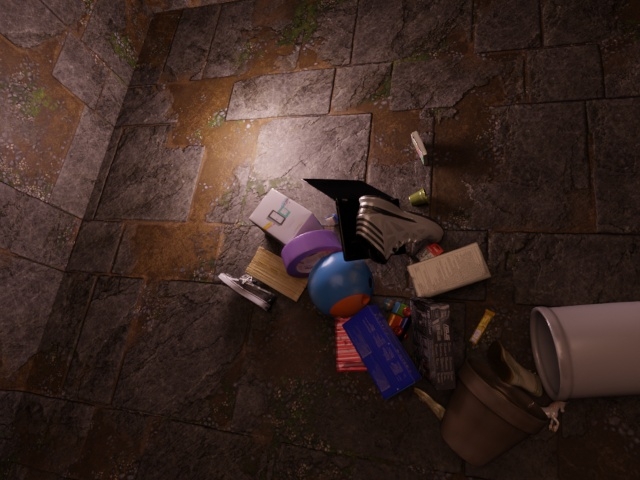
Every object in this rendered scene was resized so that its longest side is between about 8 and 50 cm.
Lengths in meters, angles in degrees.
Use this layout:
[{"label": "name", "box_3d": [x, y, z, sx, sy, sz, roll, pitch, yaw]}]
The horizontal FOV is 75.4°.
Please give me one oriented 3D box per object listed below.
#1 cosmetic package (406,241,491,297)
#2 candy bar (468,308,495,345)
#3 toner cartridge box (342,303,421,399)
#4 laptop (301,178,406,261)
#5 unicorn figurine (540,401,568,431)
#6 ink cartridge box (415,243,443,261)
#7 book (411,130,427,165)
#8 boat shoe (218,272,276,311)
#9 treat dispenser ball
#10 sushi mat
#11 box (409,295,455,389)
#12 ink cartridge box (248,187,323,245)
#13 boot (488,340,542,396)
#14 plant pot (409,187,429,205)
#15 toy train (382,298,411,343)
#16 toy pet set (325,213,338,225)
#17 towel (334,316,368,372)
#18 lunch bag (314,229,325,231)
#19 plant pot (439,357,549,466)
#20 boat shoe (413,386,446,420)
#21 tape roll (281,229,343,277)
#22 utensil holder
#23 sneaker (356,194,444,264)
[{"label": "cosmetic package", "box_3d": [0.542, 0.136, 1.769, 0.310, 0.113, 0.160, -19, 78, 10]}, {"label": "candy bar", "box_3d": [0.666, 0.359, 1.713, 0.040, 0.018, 0.161, 29, 81, 28]}, {"label": "toner cartridge box", "box_3d": [0.246, 0.453, 1.704, 0.165, 0.075, 0.347, -43, 65, 28]}, {"label": "laptop", "box_3d": [0.156, -0.112, 1.897, 0.236, 0.382, 0.407, -13, 84, 52]}, {"label": "unicorn figurine", "box_3d": [0.839, 0.642, 1.528, 0.162, 0.060, 0.111, 2, 71, 17]}, {"label": "ink cartridge box", "box_3d": [0.493, 0.058, 1.873, 0.115, 0.029, 0.063, -38, 64, 1]}, {"label": "book", "box_3d": [0.490, -0.452, 2.033, 0.035, 0.096, 0.144, -22, 64, 7]}, {"label": "boat shoe", "box_3d": [-0.357, 0.225, 2.024, 0.306, 0.113, 0.105, 27, 73, 21]}, {"label": "treat dispenser ball", "box_3d": [0.088, 0.192, 1.802, 0.288, 0.288, 0.288, -6, 68, 15]}, {"label": "sushi mat", "box_3d": [-0.209, 0.162, 2.032, 0.317, 0.019, 0.151, 27, 78, 16]}, {"label": "box", "box_3d": [0.426, 0.382, 1.597, 0.077, 0.242, 0.307, -5, 89, -6]}, {"label": "ink cartridge box", "box_3d": [-0.166, -0.085, 2.035, 0.270, 0.198, 0.197, 33, 83, 26]}, {"label": "boot", "box_3d": [0.748, 0.492, 1.595, 0.165, 0.213, 0.077, 27, 114, -10]}, {"label": "plant pot", "box_3d": [0.464, -0.198, 1.960, 0.079, 0.083, 0.083, -19, 65, 22]}, {"label": "toy train", "box_3d": [0.299, 0.378, 1.777, 0.143, 0.105, 0.248, 23, 78, 34]}, {"label": "toy pet set", "box_3d": [0.060, -0.064, 2.048, 0.122, 0.065, 0.114, -19, 97, 19]}, {"label": "towel", "box_3d": [0.160, 0.437, 1.830, 0.199, 0.031, 0.274, -7, 68, 15]}, {"label": "lunch bag", "box_3d": [0.000, 0.000, 1.998, 0.065, 0.067, 0.098, -7, 103, -24]}, {"label": "plant pot", "box_3d": [0.587, 0.636, 1.498, 0.323, 0.323, 0.280, 37, 100, 25]}, {"label": "boat shoe", "box_3d": [0.431, 0.649, 1.654, 0.153, 0.056, 0.048, 37, 79, 18]}, {"label": "tape roll", "box_3d": [-0.036, 0.065, 1.894, 0.275, 0.275, 0.090, -25, 62, 7]}, {"label": "utensil holder", "box_3d": [0.984, 0.380, 1.442, 0.386, 0.327, 0.327, -7, 68, 13]}, {"label": "sneaker", "box_3d": [0.328, -0.003, 1.783, 0.169, 0.448, 0.257, -5, 68, 63]}]
